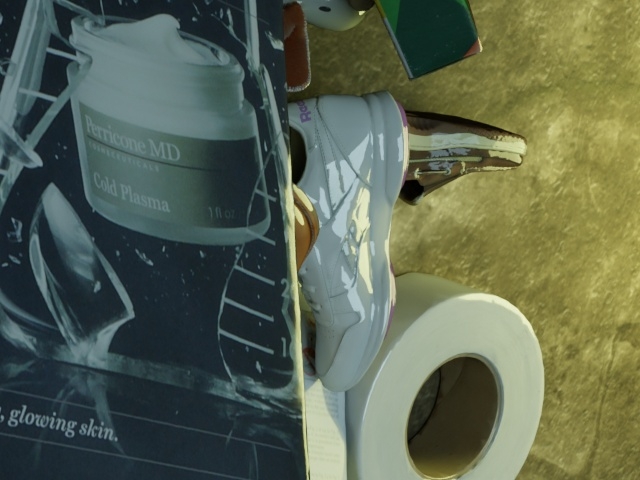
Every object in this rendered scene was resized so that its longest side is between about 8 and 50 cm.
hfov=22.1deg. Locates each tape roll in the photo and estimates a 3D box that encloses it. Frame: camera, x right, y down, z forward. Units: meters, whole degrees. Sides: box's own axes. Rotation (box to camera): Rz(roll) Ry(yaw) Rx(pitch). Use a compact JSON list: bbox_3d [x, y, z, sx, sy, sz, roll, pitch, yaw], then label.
[{"bbox_3d":[0.116,0.183,1.813,0.286,0.100,0.286,-14,112,-38],"label":"tape roll"}]

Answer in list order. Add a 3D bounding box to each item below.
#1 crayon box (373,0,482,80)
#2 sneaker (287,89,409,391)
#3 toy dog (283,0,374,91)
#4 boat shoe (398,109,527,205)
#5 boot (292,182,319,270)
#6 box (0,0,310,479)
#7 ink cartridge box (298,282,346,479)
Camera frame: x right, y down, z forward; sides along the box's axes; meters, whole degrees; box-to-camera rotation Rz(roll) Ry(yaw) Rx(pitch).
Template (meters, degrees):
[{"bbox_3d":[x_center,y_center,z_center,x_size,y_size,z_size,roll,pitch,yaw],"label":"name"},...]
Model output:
[{"bbox_3d":[0.053,-0.335,1.536,0.081,0.202,0.318,-21,125,11],"label":"crayon box"},{"bbox_3d":[0.000,0.000,1.619,0.152,0.114,0.305,0,104,-16],"label":"sneaker"},{"bbox_3d":[-0.066,-0.240,1.489,0.333,0.161,0.220,-25,118,-33],"label":"toy dog"},{"bbox_3d":[0.101,-0.086,1.733,0.257,0.095,0.095,5,102,-29],"label":"boat shoe"},{"bbox_3d":[-0.089,0.082,1.406,0.109,0.283,0.220,20,59,-2],"label":"boot"},{"bbox_3d":[-0.276,-0.004,1.170,0.480,0.297,0.472,18,58,-42],"label":"box"},{"bbox_3d":[-0.102,0.183,1.605,0.308,0.091,0.385,16,66,-48],"label":"ink cartridge box"}]
